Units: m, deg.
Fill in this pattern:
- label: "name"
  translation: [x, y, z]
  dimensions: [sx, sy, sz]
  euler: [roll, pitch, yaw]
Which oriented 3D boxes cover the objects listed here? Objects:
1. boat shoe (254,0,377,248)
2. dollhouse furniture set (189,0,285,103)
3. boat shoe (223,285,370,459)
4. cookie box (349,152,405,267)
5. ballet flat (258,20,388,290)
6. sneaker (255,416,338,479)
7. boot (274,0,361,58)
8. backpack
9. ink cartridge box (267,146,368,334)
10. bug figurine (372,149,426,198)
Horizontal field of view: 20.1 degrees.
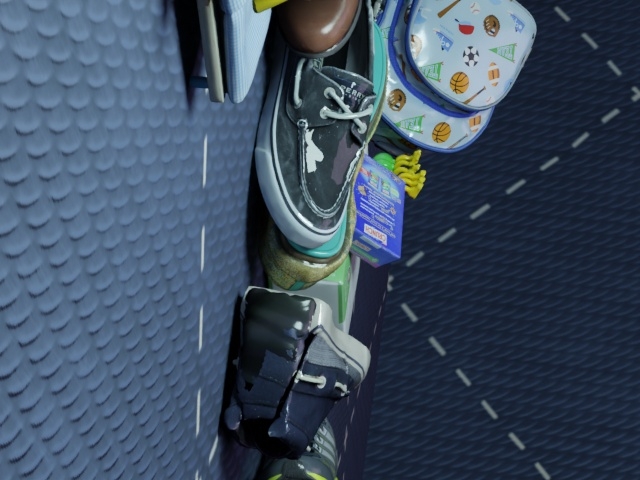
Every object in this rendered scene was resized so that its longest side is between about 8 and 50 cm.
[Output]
- label: "boat shoe"
  translation: [0.010, -0.141, 1.879]
  dimensions: [0.102, 0.108, 0.301]
  euler: [-27, -131, 47]
- label: "dollhouse furniture set"
  translation: [0.003, -0.224, 1.505]
  dimensions: [0.286, 0.198, 0.303]
  euler: [87, 11, -53]
- label: "boat shoe"
  translation: [-0.034, 0.164, 1.957]
  dimensions: [0.340, 0.127, 0.158]
  euler: [52, 50, -70]
- label: "cookie box"
  translation: [0.050, -0.037, 2.048]
  dimensions: [0.092, 0.040, 0.107]
  euler: [33, 48, -35]
- label: "ballet flat"
  translation: [-0.005, -0.096, 1.998]
  dimensions: [0.123, 0.123, 0.348]
  euler: [86, 12, -57]
- label: "sneaker"
  translation: [-0.031, 0.262, 2.154]
  dimensions: [0.300, 0.111, 0.121]
  euler: [89, -2, -83]
- label: "boot"
  translation: [-0.007, -0.350, 1.777]
  dimensions: [0.280, 0.096, 0.264]
  euler: [73, 29, -66]
- label: "backpack"
  translation: [0.147, -0.246, 2.456]
  dimensions: [0.263, 0.276, 0.213]
  euler: [-64, -160, -9]
- label: "ink cartridge box"
  translation: [0.000, 0.000, 2.138]
  dimensions: [0.160, 0.093, 0.219]
  euler: [87, 11, -55]
- label: "bug figurine"
  translation: [0.045, -0.013, 2.382]
  dimensions: [0.279, 0.072, 0.216]
  euler: [-59, -174, 29]
